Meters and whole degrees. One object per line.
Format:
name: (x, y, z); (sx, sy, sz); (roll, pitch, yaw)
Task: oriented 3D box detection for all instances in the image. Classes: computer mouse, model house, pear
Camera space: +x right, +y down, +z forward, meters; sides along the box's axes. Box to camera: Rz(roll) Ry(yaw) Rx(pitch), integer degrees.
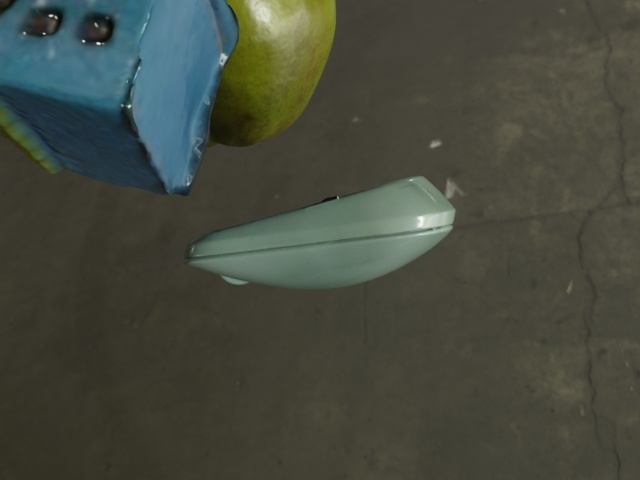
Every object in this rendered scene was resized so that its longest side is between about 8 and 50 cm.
computer mouse: (0.002, 0.006, 0.957); (0.288, 0.097, 0.159); (-16, 3, 9)
model house: (-0.258, -0.183, 0.896); (0.303, 0.237, 0.215); (8, 73, 7)
pear: (-0.114, -0.273, 1.146); (0.269, 0.321, 0.269); (3, 26, -1)
